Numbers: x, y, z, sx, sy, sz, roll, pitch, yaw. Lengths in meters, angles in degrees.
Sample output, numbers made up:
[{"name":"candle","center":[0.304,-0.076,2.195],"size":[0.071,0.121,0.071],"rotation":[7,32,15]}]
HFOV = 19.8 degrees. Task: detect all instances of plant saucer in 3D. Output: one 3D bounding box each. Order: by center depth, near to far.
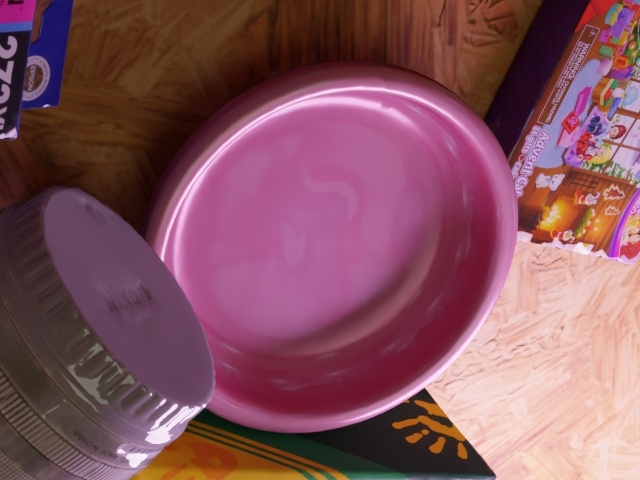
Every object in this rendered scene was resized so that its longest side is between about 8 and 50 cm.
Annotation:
[{"name":"plant saucer","center":[0.000,0.000,1.530],"size":[0.332,0.084,0.332],"rotation":[-9,118,-18]}]

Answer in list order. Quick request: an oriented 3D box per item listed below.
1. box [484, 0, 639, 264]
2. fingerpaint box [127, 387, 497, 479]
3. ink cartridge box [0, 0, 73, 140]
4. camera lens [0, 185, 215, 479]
[{"name":"box","center":[0.260,-0.128,1.621],"size":[0.201,0.057,0.293],"rotation":[11,115,-34]},{"name":"fingerpaint box","center":[-0.096,0.347,1.672],"size":[0.371,0.163,0.445],"rotation":[6,117,-32]},{"name":"ink cartridge box","center":[-0.284,-0.148,1.212],"size":[0.371,0.069,0.176],"rotation":[-14,121,-51]},{"name":"camera lens","center":[-0.245,0.116,1.371],"size":[0.274,0.219,0.219],"rotation":[-35,132,16]}]
